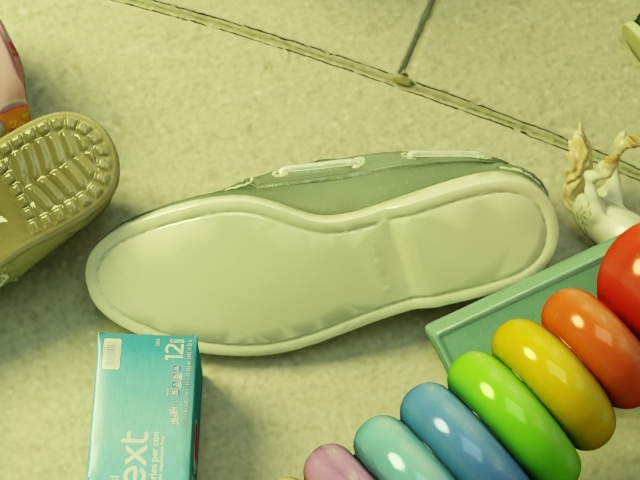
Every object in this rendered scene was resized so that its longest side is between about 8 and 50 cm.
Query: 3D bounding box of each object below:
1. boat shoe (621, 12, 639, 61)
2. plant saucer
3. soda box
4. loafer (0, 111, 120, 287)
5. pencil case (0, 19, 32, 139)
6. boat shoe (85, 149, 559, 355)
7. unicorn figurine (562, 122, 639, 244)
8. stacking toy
[{"bbox_3d":[0.272,-0.117,1.319,0.042,0.049,0.133,-29,64,-5],"label":"boat shoe"},{"bbox_3d":[0.167,0.048,1.203,0.192,0.018,0.067,-26,92,11],"label":"plant saucer"},{"bbox_3d":[-0.115,0.168,1.165,0.067,0.071,0.210,2,65,1],"label":"soda box"},{"bbox_3d":[-0.250,0.004,1.233,0.269,0.092,0.102,-23,77,6],"label":"loafer"},{"bbox_3d":[-0.342,-0.078,1.250,0.284,0.124,0.124,-25,68,-11],"label":"pencil case"},{"bbox_3d":[0.000,0.000,1.252,0.320,0.116,0.099,-9,23,2],"label":"boat shoe"},{"bbox_3d":[0.212,0.001,1.246,0.060,0.111,0.162,1,42,-21],"label":"unicorn figurine"},{"bbox_3d":[0.125,0.106,1.123,0.330,0.141,0.141,-41,72,-3],"label":"stacking toy"}]
